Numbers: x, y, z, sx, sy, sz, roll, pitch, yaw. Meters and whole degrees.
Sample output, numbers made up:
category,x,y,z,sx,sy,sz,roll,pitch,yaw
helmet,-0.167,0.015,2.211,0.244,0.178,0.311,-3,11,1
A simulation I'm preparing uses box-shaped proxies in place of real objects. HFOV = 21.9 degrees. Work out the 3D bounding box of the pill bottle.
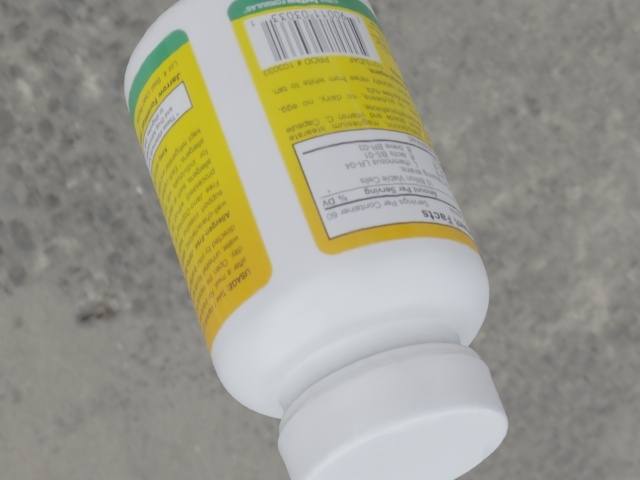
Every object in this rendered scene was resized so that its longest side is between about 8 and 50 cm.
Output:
category,x,y,z,sx,sy,sz,roll,pitch,yaw
pill bottle,0.000,0.000,0.684,0.118,0.208,0.117,-17,152,-9
